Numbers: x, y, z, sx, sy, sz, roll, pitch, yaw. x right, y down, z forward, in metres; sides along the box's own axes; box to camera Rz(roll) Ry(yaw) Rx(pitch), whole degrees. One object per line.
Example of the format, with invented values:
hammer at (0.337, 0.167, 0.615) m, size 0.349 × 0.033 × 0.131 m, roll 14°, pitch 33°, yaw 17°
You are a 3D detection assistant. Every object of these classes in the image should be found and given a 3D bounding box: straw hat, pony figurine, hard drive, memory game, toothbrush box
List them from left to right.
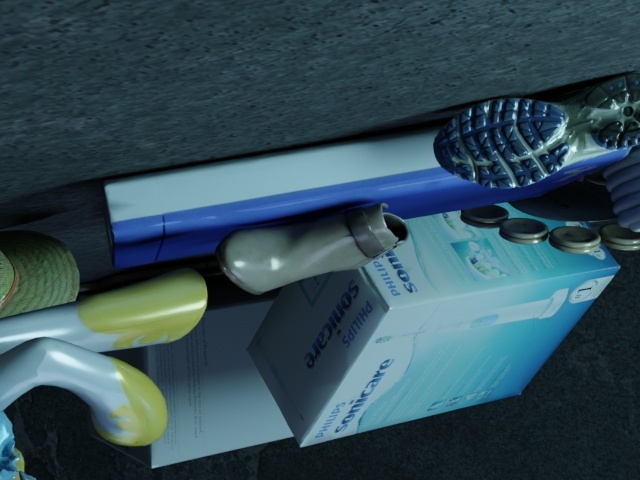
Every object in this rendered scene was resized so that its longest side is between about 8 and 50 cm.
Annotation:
pony figurine at (-0.271, 0.111, 0.730) m, size 0.351 × 0.303 × 0.363 m, roll -43°, pitch 146°, yaw 23°
straw hat at (-0.234, 0.026, 0.902) m, size 0.144 × 0.144 × 0.061 m, roll -11°, pitch 138°, yaw 8°
hard drive at (0.018, -0.034, 0.928) m, size 0.318 × 0.040 × 0.210 m, roll -10°, pitch 176°, yaw -9°
toothbrush box at (0.108, 0.068, 1.365) m, size 0.295 × 0.126 × 0.216 m, roll -10°, pitch 144°, yaw -35°
memory game at (0.188, -0.027, 1.076) m, size 0.186 × 0.012 × 0.186 m, roll 1°, pitch -159°, yaw -1°

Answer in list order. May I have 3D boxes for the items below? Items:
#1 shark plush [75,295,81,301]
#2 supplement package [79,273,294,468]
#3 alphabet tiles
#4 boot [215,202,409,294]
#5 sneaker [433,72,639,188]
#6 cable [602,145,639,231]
shark plush at (-0.259, 0.075, 1.703) m, size 0.161 × 0.073 × 0.067 m, roll -31°, pitch -154°, yaw -26°
supplement package at (-0.113, 0.141, 1.659) m, size 0.293 × 0.175 × 0.177 m, roll -8°, pitch -169°, yaw -33°
alphabet tiles at (-0.191, 0.049, 1.746) m, size 0.342 × 0.011 × 0.285 m, roll -9°, pitch 176°, yaw -27°
boot at (0.000, 0.000, 0.834) m, size 0.087 × 0.042 × 0.118 m, roll -19°, pitch 173°, yaw 21°
sneaker at (0.131, -0.060, 0.812) m, size 0.135 × 0.052 × 0.058 m, roll -10°, pitch 180°, yaw -1°
cable at (0.314, -0.065, 0.930) m, size 0.257 × 0.089 × 0.257 m, roll -11°, pitch 176°, yaw -4°
